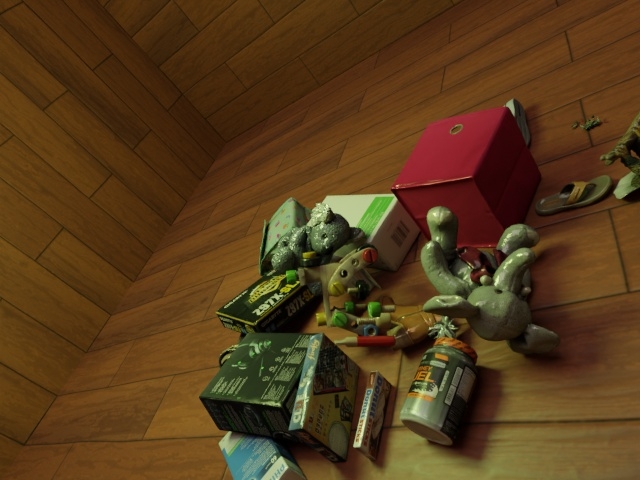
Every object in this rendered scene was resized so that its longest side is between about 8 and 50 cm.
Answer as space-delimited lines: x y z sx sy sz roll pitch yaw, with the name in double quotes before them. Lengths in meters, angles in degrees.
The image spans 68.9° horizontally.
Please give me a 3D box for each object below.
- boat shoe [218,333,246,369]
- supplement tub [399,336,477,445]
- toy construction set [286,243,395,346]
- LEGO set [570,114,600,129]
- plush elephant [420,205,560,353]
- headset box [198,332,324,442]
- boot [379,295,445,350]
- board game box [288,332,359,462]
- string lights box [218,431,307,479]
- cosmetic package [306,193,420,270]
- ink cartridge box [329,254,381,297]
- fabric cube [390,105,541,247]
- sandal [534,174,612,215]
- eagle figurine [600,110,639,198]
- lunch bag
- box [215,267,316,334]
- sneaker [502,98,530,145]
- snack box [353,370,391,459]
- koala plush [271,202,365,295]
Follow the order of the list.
"boat shoe" -0.233 0.375 1.426 0.132 0.130 0.355 -32 30 17
"supplement tub" 0.247 0.302 0.951 0.117 0.117 0.190 -6 45 48
"toy construction set" 0.036 0.153 1.167 0.237 0.257 0.309 -1 25 -8
"LEGO set" 0.744 -0.323 1.300 0.054 0.023 0.083 -38 16 3
"plush elephant" 0.346 0.098 0.960 0.255 0.272 0.330 -157 85 -78
"headset box" -0.135 0.367 1.212 0.283 0.131 0.246 -7 28 31
"boot" 0.236 0.186 1.186 0.152 0.073 0.197 -28 30 11
"board game box" 0.017 0.365 1.099 0.042 0.165 0.243 -23 33 31
"string lights box" -0.150 0.543 1.151 0.133 0.077 0.260 -47 29 -8
"cosmetic package" 0.125 -0.032 1.521 0.366 0.155 0.197 5 56 52
"ink cartridge box" 0.082 0.111 1.415 0.067 0.115 0.198 -50 29 -13
"fabric cube" 0.392 -0.158 1.253 0.254 0.259 0.258 0 49 49
"sandal" 0.612 -0.114 1.140 0.180 0.049 0.072 -21 35 33
"eagle figurine" 0.735 -0.136 0.927 0.298 0.225 0.226 37 124 32
"lunch bag" -0.147 -0.002 1.816 0.262 0.160 0.223 -40 30 27
"box" -0.151 0.187 1.549 0.322 0.079 0.257 -37 25 -31
"sneaker" 0.590 -0.342 1.459 0.091 0.094 0.258 -40 18 44
"snack box" 0.118 0.388 1.045 0.022 0.064 0.178 -20 36 38
"koala plush" 0.000 0.000 1.332 0.221 0.196 0.203 -44 24 30
